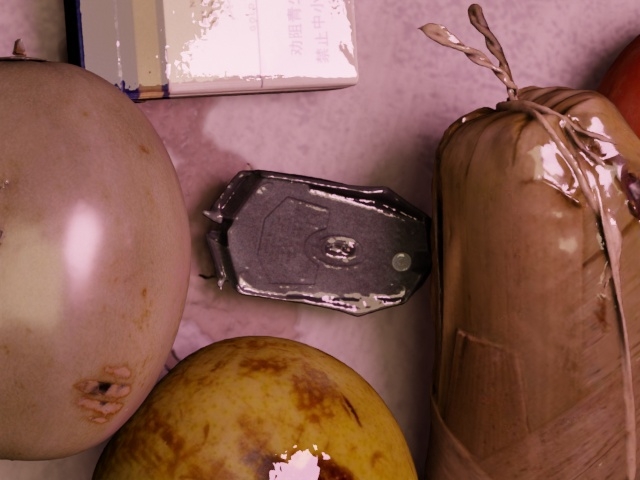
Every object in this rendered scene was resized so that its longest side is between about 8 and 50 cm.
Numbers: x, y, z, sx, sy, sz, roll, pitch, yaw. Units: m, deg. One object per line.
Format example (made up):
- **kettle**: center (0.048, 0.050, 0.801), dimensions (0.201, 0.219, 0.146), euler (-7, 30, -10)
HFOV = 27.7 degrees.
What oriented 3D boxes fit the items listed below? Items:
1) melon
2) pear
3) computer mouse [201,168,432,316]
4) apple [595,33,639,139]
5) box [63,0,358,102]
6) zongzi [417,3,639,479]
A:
- **melon**: center (-0.238, 0.006, 1.026), dimensions (0.268, 0.268, 0.330), euler (5, 84, -18)
- **pear**: center (-0.052, 0.222, 1.098), dimensions (0.283, 0.283, 0.284), euler (-1, 94, -18)
- **computer mouse**: center (0.000, -0.003, 1.209), dimensions (0.231, 0.071, 0.126), euler (7, 106, -13)
- **apple**: center (0.369, -0.103, 1.254), dimensions (0.229, 0.230, 0.230), euler (-1, 94, -18)
- **box**: center (-0.100, -0.210, 1.160), dimensions (0.259, 0.071, 0.168), euler (-4, 95, -17)
- **zongzi**: center (0.130, 0.110, 1.135), dimensions (0.467, 0.218, 0.500), euler (-41, 122, -14)
